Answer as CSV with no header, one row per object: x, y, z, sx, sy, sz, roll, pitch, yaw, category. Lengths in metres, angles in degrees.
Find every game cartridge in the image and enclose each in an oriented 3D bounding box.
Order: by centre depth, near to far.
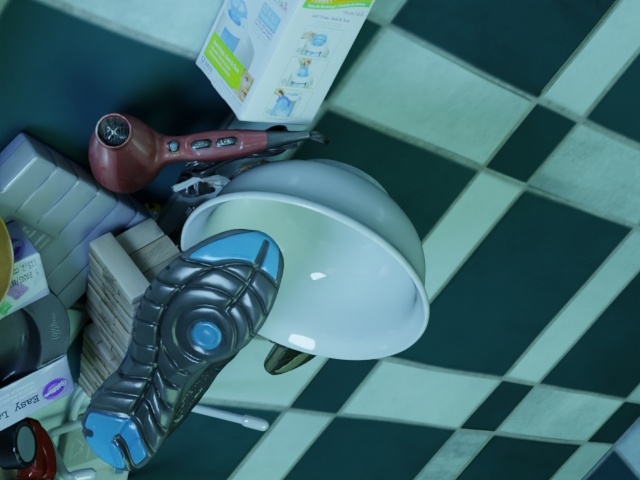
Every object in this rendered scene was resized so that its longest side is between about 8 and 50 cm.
-0.384,0.048,1.554,0.355,0.068,0.230,-44,142,8,game cartridge

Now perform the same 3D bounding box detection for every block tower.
-0.228,0.106,1.670,0.097,0.091,0.335,-31,158,-27,block tower

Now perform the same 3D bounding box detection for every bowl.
0.000,0.000,1.579,0.298,0.298,0.134,81,26,-52,bowl

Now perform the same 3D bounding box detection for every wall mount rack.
-0.249,0.326,1.932,0.304,0.130,0.350,-14,140,-32,wall mount rack

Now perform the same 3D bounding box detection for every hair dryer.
-0.151,-0.112,1.505,0.223,0.080,0.293,-22,169,34,hair dryer

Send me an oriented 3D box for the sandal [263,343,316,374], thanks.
-0.007,0.047,1.886,0.120,0.086,0.303,1,113,-57,sandal

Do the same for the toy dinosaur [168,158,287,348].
-0.118,0.041,1.756,0.218,0.164,0.322,16,138,-34,toy dinosaur

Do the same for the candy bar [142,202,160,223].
-0.233,0.018,1.692,0.040,0.018,0.161,-11,136,-40,candy bar

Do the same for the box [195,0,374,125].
-0.034,-0.241,1.494,0.103,0.114,0.203,1,130,-41,box

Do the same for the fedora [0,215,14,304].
-0.401,0.007,1.368,0.194,0.194,0.079,-24,171,-21,fedora

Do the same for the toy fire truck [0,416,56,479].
-0.352,0.334,1.702,0.158,0.217,0.246,-9,165,14,toy fire truck

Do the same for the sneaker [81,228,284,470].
-0.152,0.105,1.554,0.341,0.125,0.139,-50,180,24,sneaker

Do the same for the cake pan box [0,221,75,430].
-0.407,0.129,1.499,0.267,0.070,0.246,-27,142,-23,cake pan box
